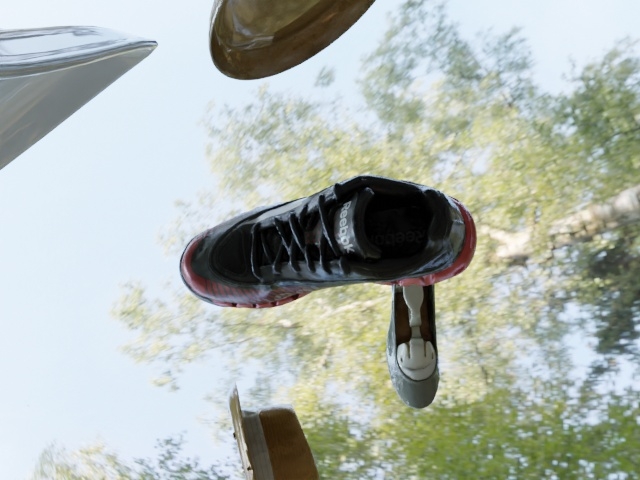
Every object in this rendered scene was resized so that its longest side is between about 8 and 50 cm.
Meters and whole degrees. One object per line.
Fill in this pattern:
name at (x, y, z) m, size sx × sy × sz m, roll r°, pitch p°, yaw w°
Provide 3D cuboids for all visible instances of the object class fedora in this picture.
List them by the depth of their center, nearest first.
fedora at (-0.047, 0.242, 1.085) m, size 0.079 × 0.194 × 0.194 m, roll -13°, pitch -95°, yaw -7°

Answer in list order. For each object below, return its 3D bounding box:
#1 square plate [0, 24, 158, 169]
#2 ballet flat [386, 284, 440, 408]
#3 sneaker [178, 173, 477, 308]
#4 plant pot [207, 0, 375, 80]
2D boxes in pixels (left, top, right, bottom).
square plate at (-0.272, -0.008, 0.479) m, size 0.344 × 0.347 × 0.049 m, roll -32°, pitch -84°, yaw 15°
ballet flat at (0.124, 0.121, 1.343) m, size 0.072 × 0.068 × 0.213 m, roll -3°, pitch -96°, yaw 0°
sneaker at (0.000, -0.001, 0.883) m, size 0.276 × 0.135 × 0.098 m, roll -8°, pitch -102°, yaw 7°
plant pot at (-0.016, -0.249, 0.961) m, size 0.236 × 0.236 × 0.032 m, roll -31°, pitch -108°, yaw -19°
